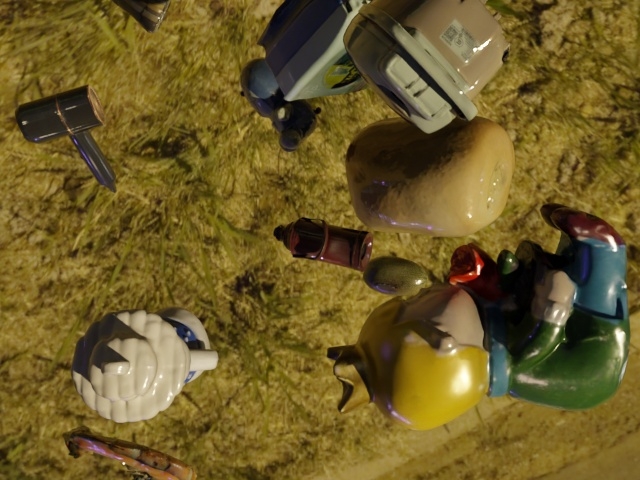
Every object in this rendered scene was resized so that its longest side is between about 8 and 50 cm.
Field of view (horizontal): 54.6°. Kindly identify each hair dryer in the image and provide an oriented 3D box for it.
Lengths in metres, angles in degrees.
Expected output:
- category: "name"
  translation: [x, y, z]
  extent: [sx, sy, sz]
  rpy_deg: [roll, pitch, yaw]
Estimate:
- category: "hair dryer"
  translation: [-0.618, -0.230, 1.602]
  extent: [0.189, 0.107, 0.352]
  rpy_deg: [-17, 143, -5]

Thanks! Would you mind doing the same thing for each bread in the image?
- category: "bread"
  translation: [0.250, -0.172, 1.510]
  extent: [0.376, 0.348, 0.253]
  rpy_deg: [7, 137, 39]

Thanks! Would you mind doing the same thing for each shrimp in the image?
- category: "shrimp"
  translation: [-0.322, 0.368, 1.029]
  extent: [0.222, 0.054, 0.290]
  rpy_deg: [23, 151, -9]

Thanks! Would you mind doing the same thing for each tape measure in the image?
- category: "tape measure"
  translation: [0.055, -0.380, 1.158]
  extent: [0.262, 0.138, 0.259]
  rpy_deg: [-12, 167, -41]

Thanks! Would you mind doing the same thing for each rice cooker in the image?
- category: "rice cooker"
  translation: [0.101, -0.190, 0.618]
  extent: [0.145, 0.206, 0.127]
  rpy_deg: [41, 99, -18]

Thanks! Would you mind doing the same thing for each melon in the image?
- category: "melon"
  translation: [0.186, 0.089, 1.546]
  extent: [0.162, 0.099, 0.099]
  rpy_deg: [8, 122, 14]

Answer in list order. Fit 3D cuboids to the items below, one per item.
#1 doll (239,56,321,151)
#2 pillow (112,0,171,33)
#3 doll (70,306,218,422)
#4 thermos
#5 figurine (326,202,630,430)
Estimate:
- category: "doll"
  translation: [-0.119, -0.369, 1.656]
  extent: [0.258, 0.228, 0.154]
  rpy_deg: [45, 94, -3]
- category: "pillow"
  translation: [-0.275, -0.459, 0.940]
  extent: [0.208, 0.052, 0.212]
  rpy_deg: [40, 111, 15]
- category: "doll"
  translation: [-0.196, 0.137, 0.729]
  extent: [0.138, 0.293, 0.119]
  rpy_deg: [11, 84, 1]
- category: "thermos"
  translation: [-0.001, 0.004, 1.434]
  extent: [0.232, 0.124, 0.099]
  rpy_deg: [12, 88, 21]
- category: "figurine"
  translation: [0.122, 0.062, 0.508]
  extent: [0.234, 0.127, 0.185]
  rpy_deg: [0, 108, 9]
